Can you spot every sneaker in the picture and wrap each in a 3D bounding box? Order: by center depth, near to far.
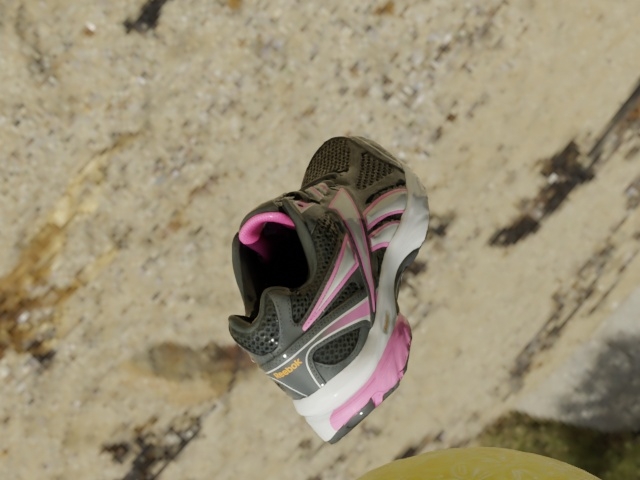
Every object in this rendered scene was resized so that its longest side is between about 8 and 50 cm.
[{"bbox_3d":[0.000,0.000,0.610,0.072,0.077,0.178,-38,-154,24],"label":"sneaker"}]

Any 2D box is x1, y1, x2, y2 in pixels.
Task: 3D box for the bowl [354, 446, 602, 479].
[{"bbox_3d":[0.119,0.209,0.679,0.289,0.289,0.156,-34,165,-49],"label":"bowl"}]
